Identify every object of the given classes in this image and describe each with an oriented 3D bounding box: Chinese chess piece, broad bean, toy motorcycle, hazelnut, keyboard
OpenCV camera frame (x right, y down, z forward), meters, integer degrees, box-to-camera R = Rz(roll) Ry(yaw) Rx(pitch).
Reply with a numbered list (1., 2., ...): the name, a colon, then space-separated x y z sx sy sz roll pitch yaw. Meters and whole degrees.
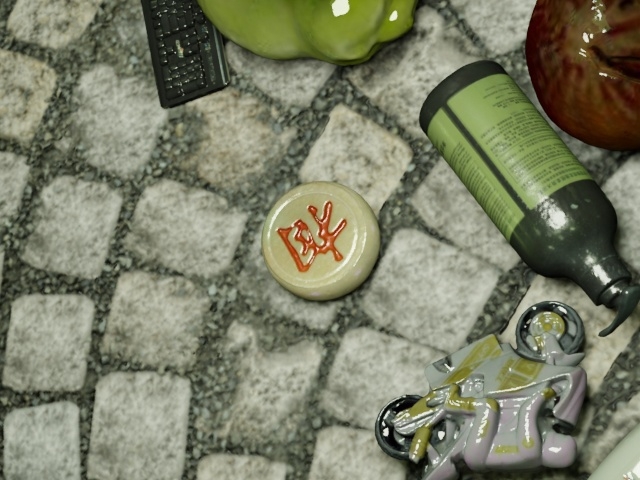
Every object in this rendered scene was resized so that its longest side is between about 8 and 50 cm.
1. Chinese chess piece: 0.000 0.000 1.563 0.122 0.051 0.122 -6 72 18
2. broad bean: -0.020 -0.298 1.620 0.238 0.119 0.291 -39 65 6
3. toy motorcycle: 0.169 0.161 1.441 0.225 0.073 0.152 -33 59 -1
4. hazelnut: 0.272 -0.188 1.451 0.178 0.178 0.204 18 102 24
5. keyboard: -0.155 -0.260 1.711 0.093 0.025 0.230 -19 69 17

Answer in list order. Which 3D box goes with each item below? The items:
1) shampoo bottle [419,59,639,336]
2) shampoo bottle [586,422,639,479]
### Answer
1. shampoo bottle: 0.208 -0.041 1.473 0.101 0.101 0.284 -38 66 6
2. shampoo bottle: 0.292 0.256 1.375 0.284 0.071 0.153 -43 68 6
